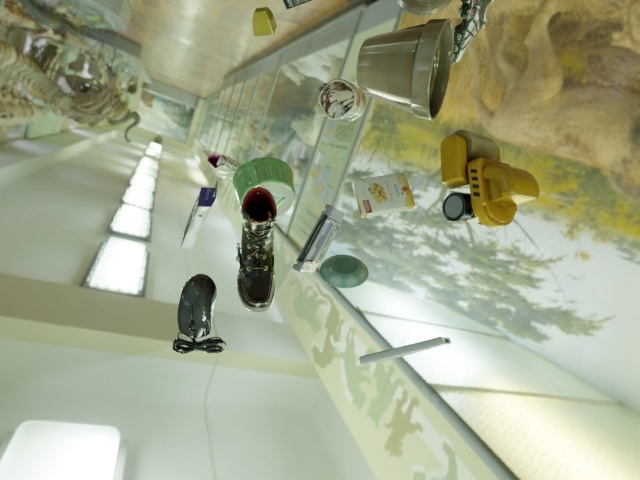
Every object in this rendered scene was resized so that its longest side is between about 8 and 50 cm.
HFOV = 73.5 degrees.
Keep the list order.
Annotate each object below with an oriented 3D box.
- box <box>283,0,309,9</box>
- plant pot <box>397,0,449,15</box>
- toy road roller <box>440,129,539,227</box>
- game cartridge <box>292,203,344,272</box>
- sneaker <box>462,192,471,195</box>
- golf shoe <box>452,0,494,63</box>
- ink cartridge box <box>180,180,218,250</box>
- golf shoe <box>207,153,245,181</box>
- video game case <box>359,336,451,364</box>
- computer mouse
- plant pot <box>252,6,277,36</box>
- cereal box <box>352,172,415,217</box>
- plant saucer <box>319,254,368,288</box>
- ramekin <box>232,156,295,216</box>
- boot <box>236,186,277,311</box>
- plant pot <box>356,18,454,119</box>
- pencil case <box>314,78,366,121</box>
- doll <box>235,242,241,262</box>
[{"bbox_3d":[-0.088,-1.007,1.708,0.162,0.029,0.116,-7,139,23],"label":"box"},{"bbox_3d":[0.405,-1.022,1.599,0.263,0.263,0.229,20,-175,5],"label":"plant pot"},{"bbox_3d":[0.534,-0.202,1.344,0.202,0.330,0.240,4,168,-31],"label":"toy road roller"},{"bbox_3d":[0.000,0.000,2.141,0.068,0.355,0.230,30,-176,22],"label":"game cartridge"},{"bbox_3d":[0.616,-0.172,1.640,0.064,0.175,0.067,44,-155,-35],"label":"sneaker"},{"bbox_3d":[0.586,-0.827,1.681,0.120,0.273,0.105,-3,-133,-13],"label":"golf shoe"},{"bbox_3d":[-0.576,-0.125,2.029,0.065,0.333,0.165,20,-147,-23],"label":"ink cartridge box"},{"bbox_3d":[-0.466,-0.376,2.248,0.306,0.115,0.140,15,165,25],"label":"golf shoe"},{"bbox_3d":[0.354,0.447,1.748,0.329,0.036,0.300,-20,161,18],"label":"video game case"},{"bbox_3d":[-0.414,0.248,1.444,0.188,0.272,0.072,-1,174,5],"label":"computer mouse"},{"bbox_3d":[-0.222,-0.853,1.661,0.081,0.083,0.081,-1,-132,10],"label":"plant pot"},{"bbox_3d":[0.271,-0.198,1.853,0.240,0.173,0.047,-10,158,-10],"label":"cereal box"},{"bbox_3d":[0.093,0.107,1.672,0.195,0.037,0.195,1,-142,-1],"label":"plant saucer"},{"bbox_3d":[-0.264,-0.239,2.066,0.303,0.303,0.148,13,-135,-36],"label":"ramekin"},{"bbox_3d":[-0.217,0.025,1.487,0.138,0.284,0.377,4,-133,-7],"label":"boot"},{"bbox_3d":[0.287,-0.599,1.499,0.280,0.323,0.323,13,-174,22],"label":"plant pot"},{"bbox_3d":[0.101,-0.621,1.926,0.183,0.160,0.410,-11,-169,16],"label":"pencil case"},{"bbox_3d":[-0.330,0.063,1.892,0.129,0.046,0.189,53,149,-7],"label":"doll"}]
